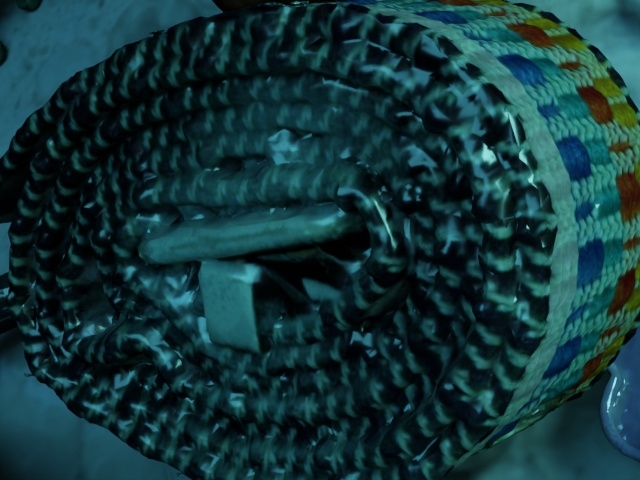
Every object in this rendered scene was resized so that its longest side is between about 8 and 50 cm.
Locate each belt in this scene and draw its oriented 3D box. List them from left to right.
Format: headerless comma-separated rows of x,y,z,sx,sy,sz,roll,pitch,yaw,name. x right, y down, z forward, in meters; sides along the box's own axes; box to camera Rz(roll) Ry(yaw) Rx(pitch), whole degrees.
0.000,0.000,0.523,0.295,0.160,0.207,-13,92,38,belt

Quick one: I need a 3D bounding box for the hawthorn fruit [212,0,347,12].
0.050,-0.241,0.591,0.300,0.254,0.254,-26,52,-14,hawthorn fruit

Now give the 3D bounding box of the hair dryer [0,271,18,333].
-0.231,0.068,0.702,0.255,0.128,0.070,-23,62,-5,hair dryer

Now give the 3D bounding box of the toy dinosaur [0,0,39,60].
-0.240,-0.198,0.832,0.292,0.120,0.079,-35,39,-16,toy dinosaur

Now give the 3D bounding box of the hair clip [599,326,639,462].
0.173,0.046,0.479,0.124,0.052,0.195,9,68,28,hair clip
